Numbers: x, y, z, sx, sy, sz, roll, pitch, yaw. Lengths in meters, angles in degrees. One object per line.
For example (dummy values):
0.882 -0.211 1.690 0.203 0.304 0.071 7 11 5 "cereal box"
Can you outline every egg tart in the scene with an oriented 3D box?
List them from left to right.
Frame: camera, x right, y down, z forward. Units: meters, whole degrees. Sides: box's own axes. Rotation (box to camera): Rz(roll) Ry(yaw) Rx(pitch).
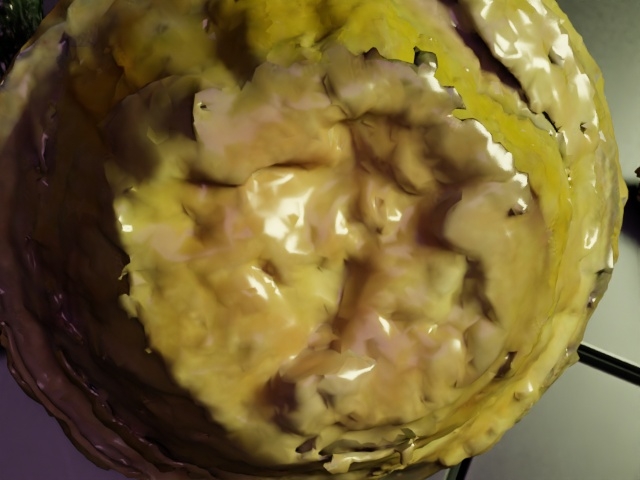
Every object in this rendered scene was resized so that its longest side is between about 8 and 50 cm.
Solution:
0.000 0.000 0.571 0.351 0.150 0.352 -2 104 -8 "egg tart"

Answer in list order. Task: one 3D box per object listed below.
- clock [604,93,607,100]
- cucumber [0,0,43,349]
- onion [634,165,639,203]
0.135 -0.078 0.702 0.085 0.017 0.085 1 79 -6 "clock"
-0.183 -0.044 0.644 0.058 0.052 0.215 -5 80 13 "cucumber"
0.292 -0.015 0.656 0.218 0.140 0.195 18 85 1 "onion"
